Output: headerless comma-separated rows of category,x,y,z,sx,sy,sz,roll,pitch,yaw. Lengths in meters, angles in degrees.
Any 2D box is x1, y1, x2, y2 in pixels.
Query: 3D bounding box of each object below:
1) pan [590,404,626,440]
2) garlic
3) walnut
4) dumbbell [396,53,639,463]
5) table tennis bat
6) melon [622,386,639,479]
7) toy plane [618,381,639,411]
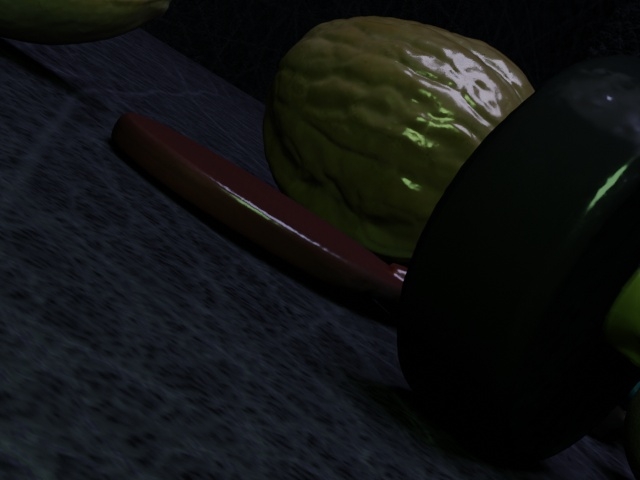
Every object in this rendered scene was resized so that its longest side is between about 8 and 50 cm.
pan,0.152,0.082,0.991,0.212,0.040,0.115,37,1,27
garlic,-0.220,-0.228,0.938,0.245,0.164,0.145,37,-12,-12
walnut,0.068,-0.086,1.105,0.261,0.225,0.225,30,4,20
dumbbell,0.209,0.072,0.559,0.322,0.204,0.203,36,6,31
table tennis bat,0.000,0.000,0.844,0.310,0.038,0.200,32,6,-5
melon,0.244,0.135,0.763,0.099,0.099,0.162,31,9,-23
toy plane,0.267,0.097,1.009,0.271,0.105,0.254,48,-31,-3
